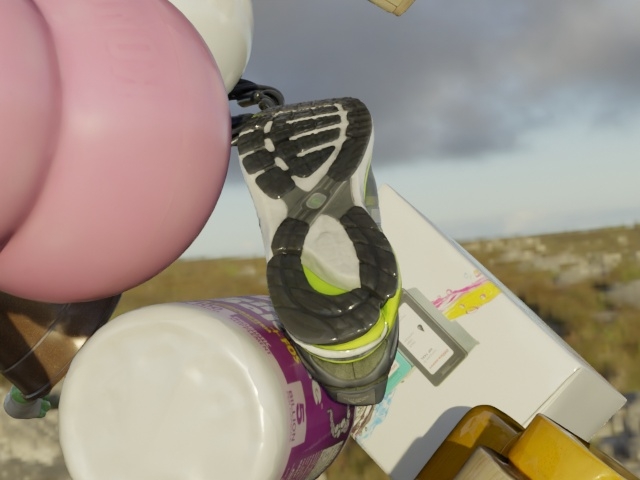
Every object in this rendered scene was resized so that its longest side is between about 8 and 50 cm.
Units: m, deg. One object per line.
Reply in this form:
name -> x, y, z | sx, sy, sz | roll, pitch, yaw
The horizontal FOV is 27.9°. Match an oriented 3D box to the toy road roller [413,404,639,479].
toy road roller -> 0.128, 0.220, 0.915 | 0.240, 0.202, 0.329 | 38, 3, 41

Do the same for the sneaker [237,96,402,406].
sneaker -> 0.000, 0.000, 0.981 | 0.111, 0.121, 0.300 | -7, 43, 2

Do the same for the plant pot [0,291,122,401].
plant pot -> -0.319, 0.053, 1.339 | 0.165, 0.167, 0.167 | 41, -20, -20

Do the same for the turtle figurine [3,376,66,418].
turtle figurine -> -0.349, 0.124, 1.777 | 0.266, 0.198, 0.274 | -44, 11, 48

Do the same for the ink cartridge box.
ink cartridge box -> 0.119, 0.123, 1.259 | 0.197, 0.270, 0.198 | -48, -29, 5

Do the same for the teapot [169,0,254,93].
teapot -> -0.177, -0.230, 1.159 | 0.256, 0.187, 0.252 | 22, 49, 19

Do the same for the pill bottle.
pill bottle -> -0.066, 0.127, 1.019 | 0.169, 0.169, 0.301 | -6, -2, 16

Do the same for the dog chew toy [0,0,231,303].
dog chew toy -> -0.207, -0.071, 0.722 | 0.207, 0.206, 0.332 | -7, -9, 39

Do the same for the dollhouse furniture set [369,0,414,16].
dollhouse furniture set -> 0.046, -0.446, 1.225 | 0.256, 0.394, 0.362 | 29, -39, -15

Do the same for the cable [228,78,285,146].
cable -> -0.111, -0.146, 1.382 | 0.151, 0.047, 0.184 | -3, 25, 10
